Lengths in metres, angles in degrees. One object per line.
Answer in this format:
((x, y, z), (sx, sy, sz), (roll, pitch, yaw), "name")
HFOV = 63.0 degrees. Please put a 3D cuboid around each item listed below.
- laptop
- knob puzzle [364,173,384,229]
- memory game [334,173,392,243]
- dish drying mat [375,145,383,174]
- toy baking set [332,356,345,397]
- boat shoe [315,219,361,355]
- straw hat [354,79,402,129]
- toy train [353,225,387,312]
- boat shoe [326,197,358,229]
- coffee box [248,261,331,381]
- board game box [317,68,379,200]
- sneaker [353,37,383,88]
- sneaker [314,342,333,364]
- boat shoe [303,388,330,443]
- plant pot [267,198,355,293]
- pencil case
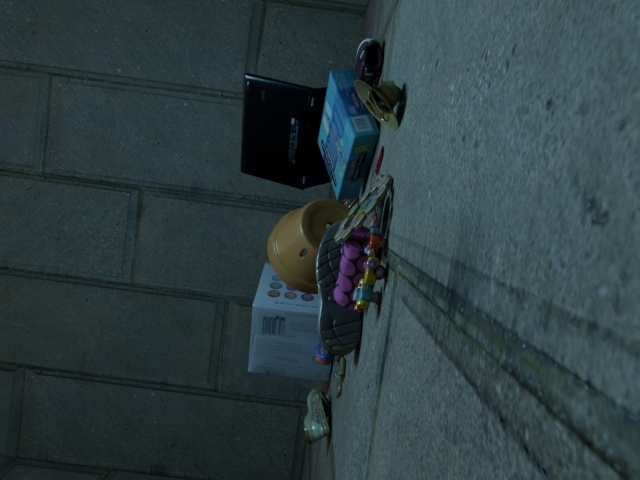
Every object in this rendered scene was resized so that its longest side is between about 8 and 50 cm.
((-0.056, -0.412, 1.924), (0.236, 0.408, 0.382), (-57, -21, -54), "laptop")
((0.124, -0.075, 1.255), (0.213, 0.030, 0.213), (-172, 90, -89), "knob puzzle")
((0.088, -0.067, 1.107), (0.186, 0.012, 0.186), (-49, 9, 10), "memory game")
((0.151, -0.204, 1.339), (0.083, 0.008, 0.032), (99, 179, -61), "dish drying mat")
((0.056, 0.378, 1.655), (0.256, 0.030, 0.196), (-85, 2, -69), "toy baking set")
((0.046, 0.121, 1.348), (0.130, 0.132, 0.355), (96, -178, -71), "boat shoe")
((0.138, -0.304, 1.101), (0.061, 0.144, 0.144), (-42, 1, -1), "straw hat")
((0.104, 0.062, 1.035), (0.125, 0.046, 0.166), (-81, 2, -69), "toy train")
((0.066, -0.113, 1.924), (0.178, 0.060, 0.064), (-42, -2, 31), "boat shoe")
((-0.100, 0.329, 2.164), (0.334, 0.338, 0.338), (-82, 0, -62), "coffee box")
((0.078, -0.325, 1.650), (0.336, 0.079, 0.253), (104, 152, -62), "board game box")
((0.141, -0.521, 1.714), (0.162, 0.106, 0.281), (-96, 14, -73), "sneaker")
((0.043, 0.327, 1.806), (0.221, 0.083, 0.087), (-79, 16, -51), "sneaker")
((0.003, 0.618, 1.858), (0.285, 0.089, 0.104), (-77, -31, -74), "boat shoe")
((0.000, 0.000, 1.645), (0.203, 0.291, 0.290), (131, 150, -57), "plant pot")
((0.080, 0.059, 1.184), (0.209, 0.095, 0.098), (102, -166, -45), "pencil case")
